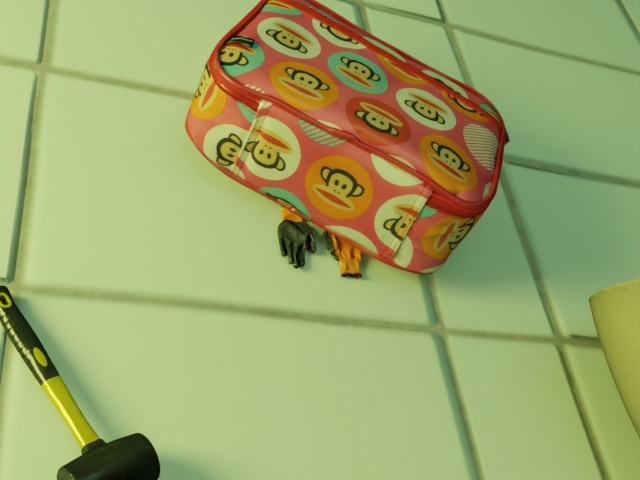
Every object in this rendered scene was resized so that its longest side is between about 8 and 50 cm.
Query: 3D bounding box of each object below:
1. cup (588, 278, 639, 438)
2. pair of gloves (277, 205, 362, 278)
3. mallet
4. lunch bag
[{"bbox_3d":[0.402,0.145,0.663,0.331,0.331,0.236,3,77,-25],"label":"cup"},{"bbox_3d":[0.000,0.000,0.764,0.083,0.010,0.074,9,49,-18],"label":"pair of gloves"},{"bbox_3d":[-0.190,0.106,0.565,0.190,0.039,0.062,43,43,18],"label":"mallet"},{"bbox_3d":[0.038,-0.121,0.817,0.293,0.120,0.258,29,38,-2],"label":"lunch bag"}]
